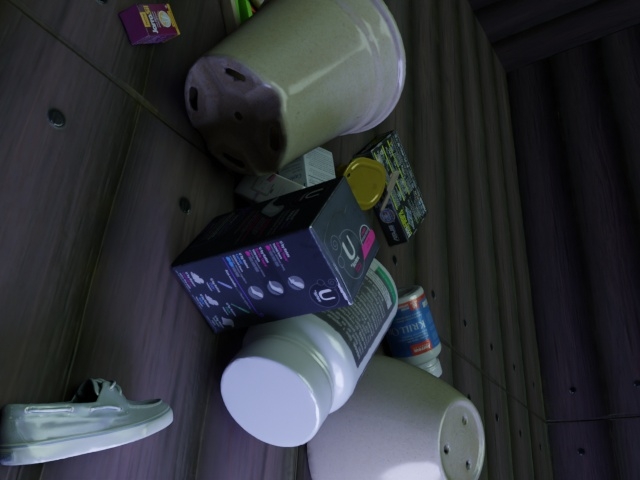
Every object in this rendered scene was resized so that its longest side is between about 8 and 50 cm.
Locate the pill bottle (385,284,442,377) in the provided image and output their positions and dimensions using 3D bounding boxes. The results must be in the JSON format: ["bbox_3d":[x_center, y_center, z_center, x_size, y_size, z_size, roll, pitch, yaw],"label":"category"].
[{"bbox_3d":[0.224,0.232,1.509,0.124,0.124,0.221,-29,101,-59],"label":"pill bottle"}]

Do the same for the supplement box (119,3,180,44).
[{"bbox_3d":[-0.282,-0.359,1.018,0.083,0.043,0.055,-37,111,-57],"label":"supplement box"}]

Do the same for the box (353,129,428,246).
[{"bbox_3d":[0.200,-0.149,1.704,0.270,0.060,0.216,65,32,-15],"label":"box"}]

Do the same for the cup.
[{"bbox_3d":[0.171,0.384,1.184,0.331,0.237,0.331,10,76,-46],"label":"cup"}]

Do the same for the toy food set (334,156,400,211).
[{"bbox_3d":[0.095,-0.144,1.528,0.218,0.071,0.128,8,103,-51],"label":"toy food set"}]

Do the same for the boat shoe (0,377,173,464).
[{"bbox_3d":[-0.273,0.208,0.746,0.227,0.079,0.081,4,78,-55],"label":"boat shoe"}]

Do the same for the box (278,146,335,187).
[{"bbox_3d":[-0.026,-0.130,1.309,0.126,0.072,0.137,13,65,-57],"label":"box"}]

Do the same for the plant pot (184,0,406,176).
[{"bbox_3d":[-0.062,-0.282,1.105,0.305,0.334,0.334,-46,117,-40],"label":"plant pot"}]

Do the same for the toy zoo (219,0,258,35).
[{"bbox_3d":[-0.118,-0.496,1.361,0.293,0.030,0.192,-3,79,-59],"label":"toy zoo"}]

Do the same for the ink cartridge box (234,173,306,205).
[{"bbox_3d":[-0.077,-0.074,1.144,0.115,0.198,0.067,39,82,-45],"label":"ink cartridge box"}]

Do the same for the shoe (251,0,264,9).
[{"bbox_3d":[-0.135,-0.566,1.274,0.219,0.058,0.076,59,35,-24],"label":"shoe"}]

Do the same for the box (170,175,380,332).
[{"bbox_3d":[-0.068,0.026,0.975,0.143,0.270,0.165,61,34,-22],"label":"box"}]

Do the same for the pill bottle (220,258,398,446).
[{"bbox_3d":[-0.009,0.171,1.075,0.204,0.204,0.361,66,31,-14],"label":"pill bottle"}]
